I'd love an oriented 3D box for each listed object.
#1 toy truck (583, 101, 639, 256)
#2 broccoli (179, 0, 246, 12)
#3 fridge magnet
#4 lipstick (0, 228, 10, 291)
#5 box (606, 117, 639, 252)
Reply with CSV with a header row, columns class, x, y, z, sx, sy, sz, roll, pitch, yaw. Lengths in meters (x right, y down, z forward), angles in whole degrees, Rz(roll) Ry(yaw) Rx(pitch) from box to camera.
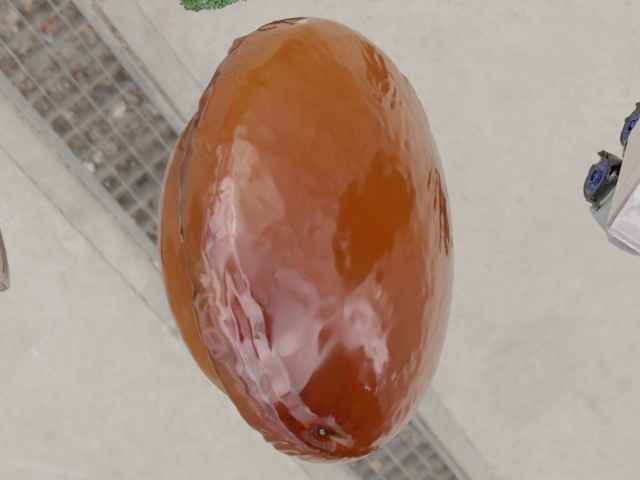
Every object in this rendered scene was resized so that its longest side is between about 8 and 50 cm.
class,x,y,z,sx,sy,sz,roll,pitch,yaw
toy truck,0.472,-0.068,1.767,0.161,0.177,0.213,24,121,-12
broccoli,-0.136,-0.418,1.489,0.307,0.308,0.275,-67,167,17
fridge magnet,0.000,0.000,1.061,0.364,0.155,0.363,13,74,-55
lipstick,-0.374,0.032,0.999,0.254,0.070,0.070,-12,123,-5
box,0.360,-0.038,1.087,0.203,0.251,0.106,31,119,4
